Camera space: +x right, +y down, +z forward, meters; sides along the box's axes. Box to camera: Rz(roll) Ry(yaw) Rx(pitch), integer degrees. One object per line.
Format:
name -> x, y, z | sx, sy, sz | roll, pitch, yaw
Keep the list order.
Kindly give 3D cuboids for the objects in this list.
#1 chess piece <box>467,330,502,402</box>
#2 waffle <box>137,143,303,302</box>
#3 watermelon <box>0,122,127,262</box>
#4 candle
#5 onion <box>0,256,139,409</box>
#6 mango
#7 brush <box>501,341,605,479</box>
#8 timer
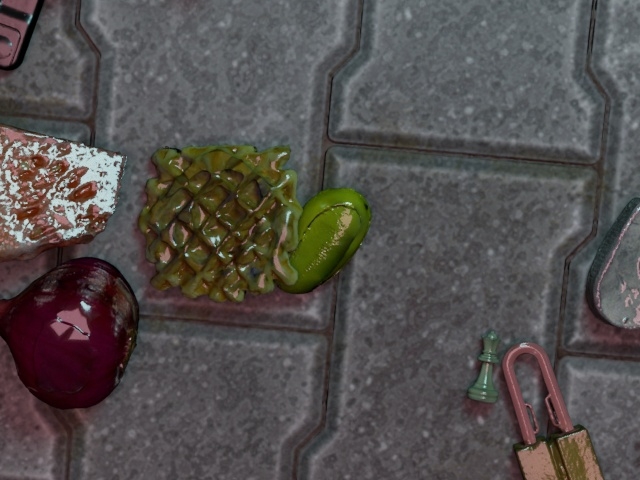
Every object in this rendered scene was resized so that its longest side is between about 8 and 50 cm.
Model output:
chess piece -> 0.220, 0.165, 1.965 | 0.042, 0.042, 0.093 | 9, 88, -1
waffle -> -0.132, -0.021, 1.913 | 0.223, 0.054, 0.204 | 0, 94, 16
watermelon -> -0.376, -0.067, 1.903 | 0.256, 0.140, 0.193 | -1, 91, -10
candle -> 0.434, 0.025, 1.938 | 0.192, 0.068, 0.168 | -17, 94, -3
onion -> -0.346, 0.112, 1.913 | 0.218, 0.140, 0.195 | 15, 102, 2
mango -> 0.000, 0.000, 1.931 | 0.091, 0.074, 0.165 | 42, 107, 3
brush -> 0.296, 0.244, 1.969 | 0.103, 0.047, 0.233 | -18, 94, 1
timer -> -0.425, -0.324, 1.903 | 0.144, 0.055, 0.187 | 20, 94, -2
